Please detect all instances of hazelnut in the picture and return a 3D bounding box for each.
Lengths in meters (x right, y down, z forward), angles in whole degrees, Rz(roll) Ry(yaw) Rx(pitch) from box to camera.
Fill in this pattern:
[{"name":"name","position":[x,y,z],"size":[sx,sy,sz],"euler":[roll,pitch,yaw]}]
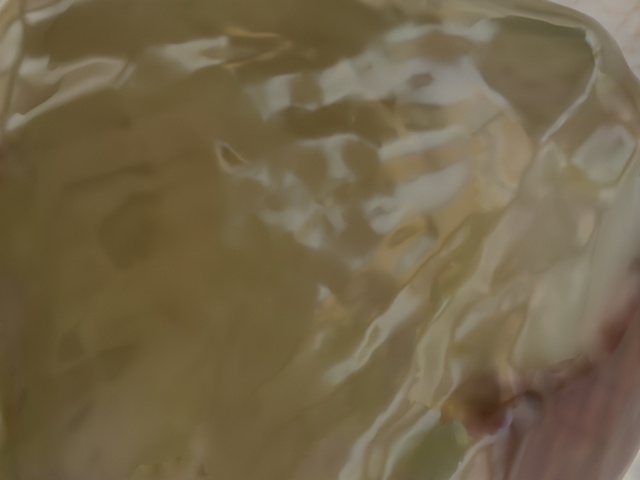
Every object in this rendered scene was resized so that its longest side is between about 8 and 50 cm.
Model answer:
[{"name":"hazelnut","position":[0.000,0.000,0.591],"size":[0.241,0.261,0.261],"euler":[-24,100,51]}]
